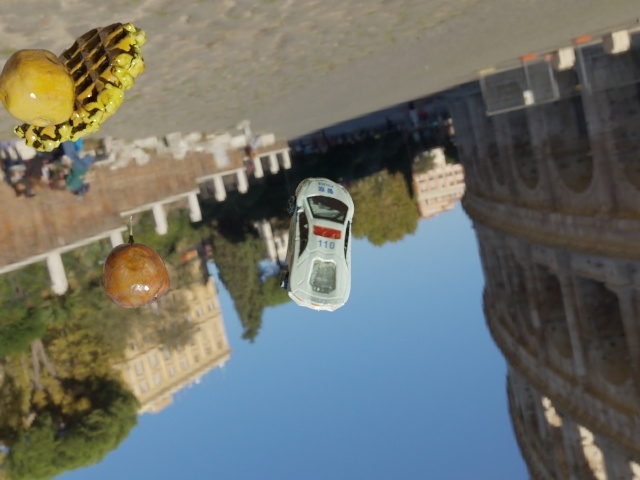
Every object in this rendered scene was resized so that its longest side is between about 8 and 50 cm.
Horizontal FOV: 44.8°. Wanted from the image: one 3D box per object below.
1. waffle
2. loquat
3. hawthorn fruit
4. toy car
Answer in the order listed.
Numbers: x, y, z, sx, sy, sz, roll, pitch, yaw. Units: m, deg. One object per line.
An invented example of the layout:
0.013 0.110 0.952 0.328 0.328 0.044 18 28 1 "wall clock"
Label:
-0.462 -0.308 1.509 0.302 0.325 0.068 -5 147 37 "waffle"
-0.477 -0.259 1.310 0.137 0.137 0.113 -18 165 -40 "loquat"
-0.412 0.068 1.709 0.149 0.189 0.149 -18 147 -12 "hawthorn fruit"
0.000 0.000 1.089 0.095 0.204 0.056 12 156 -15 "toy car"
